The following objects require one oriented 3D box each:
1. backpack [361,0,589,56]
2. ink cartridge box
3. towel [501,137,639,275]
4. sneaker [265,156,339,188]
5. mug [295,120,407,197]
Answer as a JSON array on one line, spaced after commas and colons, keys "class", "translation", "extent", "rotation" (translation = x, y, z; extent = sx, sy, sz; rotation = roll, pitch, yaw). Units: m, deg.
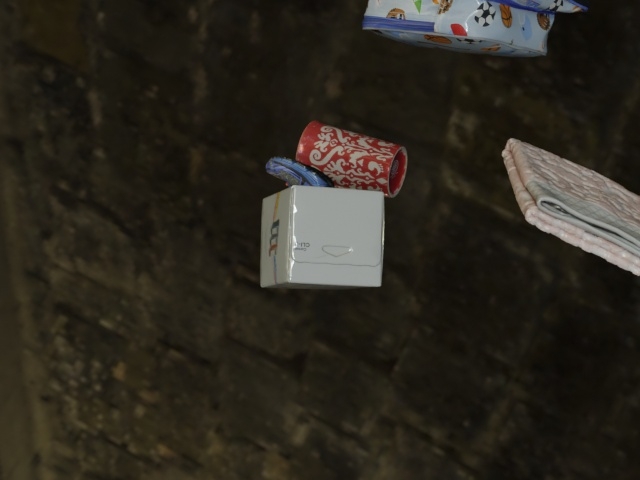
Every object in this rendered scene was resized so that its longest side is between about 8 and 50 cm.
[{"class": "backpack", "translation": [0.144, -0.310, 1.452], "extent": [0.276, 0.263, 0.213], "rotation": [8, 103, -55]}, {"class": "ink cartridge box", "translation": [0.000, 0.000, 1.763], "extent": [0.176, 0.128, 0.127], "rotation": [169, -76, -75]}, {"class": "towel", "translation": [0.445, -0.036, 2.045], "extent": [0.053, 0.331, 0.317], "rotation": [-62, -172, 19]}, {"class": "sneaker", "translation": [-0.010, -0.064, 2.146], "extent": [0.087, 0.221, 0.083], "rotation": [-57, 152, 6]}, {"class": "mug", "translation": [0.063, -0.149, 2.307], "extent": [0.113, 0.169, 0.150], "rotation": [74, 36, -51]}]
